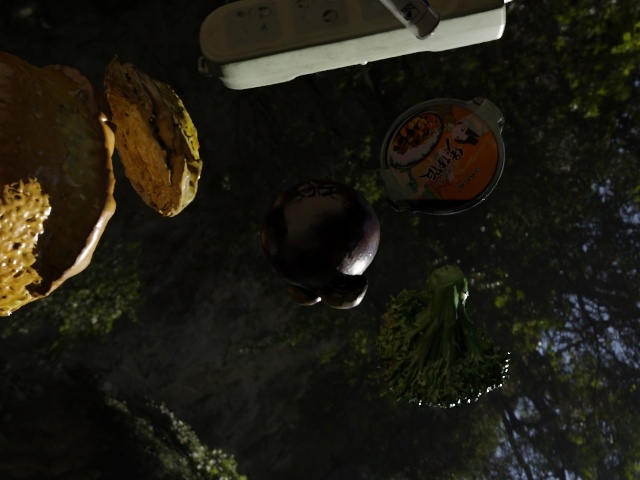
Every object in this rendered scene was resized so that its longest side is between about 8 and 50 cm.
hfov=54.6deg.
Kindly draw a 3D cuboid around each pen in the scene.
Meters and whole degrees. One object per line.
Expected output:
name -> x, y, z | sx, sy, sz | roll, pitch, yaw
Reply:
pen -> 0.011, -0.214, 0.430 | 0.025, 0.204, 0.025 | -37, -146, 30

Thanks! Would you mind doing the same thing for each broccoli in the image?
broccoli -> 0.172, 0.114, 0.860 | 0.194, 0.194, 0.219 | -11, -148, 19

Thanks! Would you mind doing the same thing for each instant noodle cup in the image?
instant noodle cup -> 0.188, -0.142, 0.962 | 0.208, 0.177, 0.125 | -28, -165, 21

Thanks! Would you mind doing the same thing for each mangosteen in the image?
mangosteen -> 0.000, 0.000, 1.011 | 0.210, 0.210, 0.209 | -15, -137, 15

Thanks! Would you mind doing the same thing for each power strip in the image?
power strip -> 0.024, -0.193, 0.545 | 0.286, 0.048, 0.080 | -11, -117, 7

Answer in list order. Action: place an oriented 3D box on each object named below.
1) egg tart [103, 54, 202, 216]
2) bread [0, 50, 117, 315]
egg tart -> -0.276, -0.181, 1.054 | 0.107, 0.290, 0.291 | -26, -143, -29
bread -> -0.474, -0.090, 0.897 | 0.398, 0.215, 0.398 | -8, -106, 29
